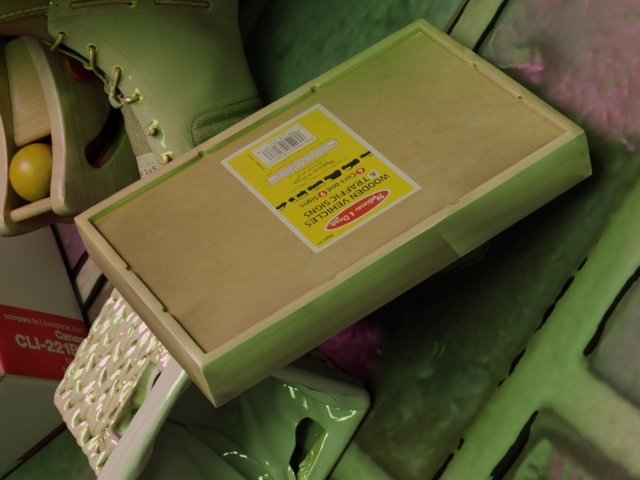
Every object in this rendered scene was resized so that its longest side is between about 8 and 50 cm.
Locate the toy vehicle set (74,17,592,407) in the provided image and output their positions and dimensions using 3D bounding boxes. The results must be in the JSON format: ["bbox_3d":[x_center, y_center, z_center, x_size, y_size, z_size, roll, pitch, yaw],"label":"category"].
[{"bbox_3d":[0.005,-0.027,0.904,0.267,0.035,0.166,-31,45,-15],"label":"toy vehicle set"}]

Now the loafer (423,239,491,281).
[{"bbox_3d":[0.000,0.000,0.998,0.267,0.084,0.096,0,49,34],"label":"loafer"}]

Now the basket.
[{"bbox_3d":[-0.071,0.103,0.962,0.103,0.167,0.113,41,104,42],"label":"basket"}]

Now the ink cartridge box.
[{"bbox_3d":[-0.305,0.047,1.181,0.197,0.114,0.273,-39,60,25],"label":"ink cartridge box"}]

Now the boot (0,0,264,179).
[{"bbox_3d":[-0.145,-0.114,1.034,0.077,0.213,0.165,-174,69,-73],"label":"boot"}]

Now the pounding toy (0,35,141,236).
[{"bbox_3d":[-0.179,-0.146,1.102,0.155,0.154,0.270,-17,70,36],"label":"pounding toy"}]
